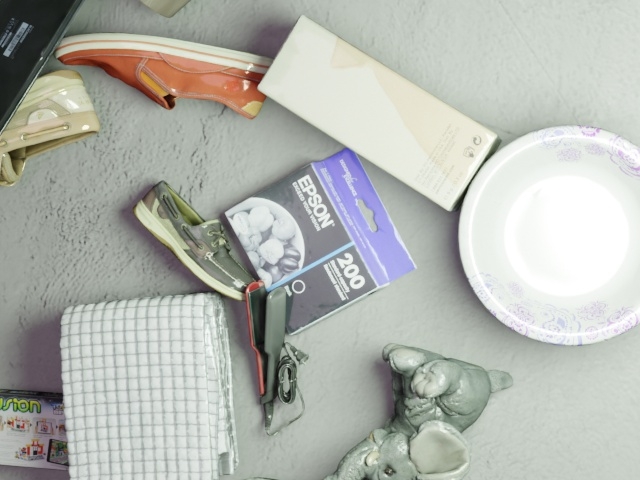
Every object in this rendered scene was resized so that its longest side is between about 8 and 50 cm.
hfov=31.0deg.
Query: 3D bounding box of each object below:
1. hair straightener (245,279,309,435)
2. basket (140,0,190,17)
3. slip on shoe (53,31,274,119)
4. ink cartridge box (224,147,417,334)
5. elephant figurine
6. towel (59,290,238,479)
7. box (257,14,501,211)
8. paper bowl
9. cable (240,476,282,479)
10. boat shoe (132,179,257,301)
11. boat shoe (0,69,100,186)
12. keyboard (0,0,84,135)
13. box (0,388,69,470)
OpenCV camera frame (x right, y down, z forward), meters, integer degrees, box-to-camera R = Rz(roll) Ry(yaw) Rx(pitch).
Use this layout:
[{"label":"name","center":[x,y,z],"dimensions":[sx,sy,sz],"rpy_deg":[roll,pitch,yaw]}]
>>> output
[{"label":"hair straightener","center":[-0.061,0.175,1.642],"dimensions":[0.089,0.047,0.230],"rpy_deg":[12,109,37]},{"label":"basket","center":[-0.191,-0.442,1.627],"dimensions":[0.204,0.154,0.227],"rpy_deg":[45,104,8]},{"label":"slip on shoe","center":[-0.231,-0.241,1.661],"dimensions":[0.331,0.123,0.101],"rpy_deg":[11,98,7]},{"label":"ink cartridge box","center":[0.000,0.000,1.653],"dimensions":[0.208,0.045,0.206],"rpy_deg":[-29,85,10]},{"label":"elephant figurine","center":[0.128,0.272,1.581],"dimensions":[0.186,0.169,0.239],"rpy_deg":[15,89,26]},{"label":"towel","center":[-0.244,0.222,1.679],"dimensions":[0.235,0.121,0.283],"rpy_deg":[-5,89,11]},{"label":"box","center":[0.083,-0.171,1.578],"dimensions":[0.311,0.148,0.121],"rpy_deg":[33,98,8]},{"label":"paper bowl","center":[0.329,-0.008,1.528],"dimensions":[0.284,0.148,0.284],"rpy_deg":[1,93,13]},{"label":"cable","center":[0.001,0.369,1.652],"dimensions":[0.287,0.072,0.139],"rpy_deg":[10,89,12]},{"label":"boat shoe","center":[-0.173,-0.002,1.672],"dimensions":[0.223,0.080,0.073],"rpy_deg":[39,104,13]},{"label":"boat shoe","center":[-0.492,-0.133,1.714],"dimensions":[0.341,0.121,0.110],"rpy_deg":[-26,86,11]},{"label":"keyboard","center":[-0.466,-0.299,1.675],"dimensions":[0.201,0.033,0.317],"rpy_deg":[26,79,21]},{"label":"box","center":[-0.448,0.288,1.764],"dimensions":[0.207,0.036,0.114],"rpy_deg":[3,93,12]}]
